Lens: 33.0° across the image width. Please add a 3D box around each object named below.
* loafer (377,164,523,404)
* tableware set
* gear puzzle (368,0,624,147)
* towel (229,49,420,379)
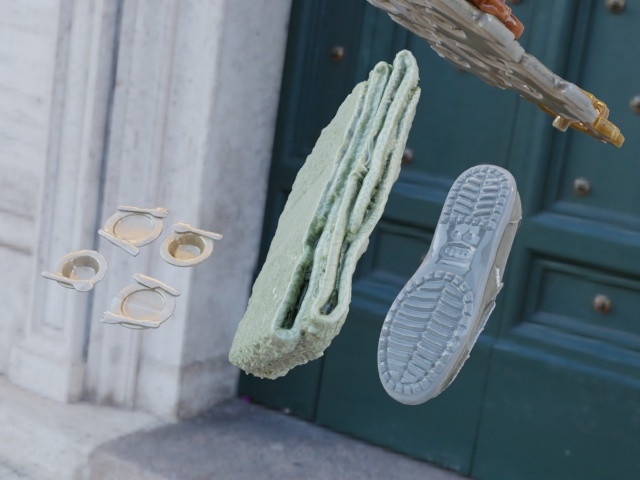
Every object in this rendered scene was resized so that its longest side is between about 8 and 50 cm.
[{"bbox_3d":[0.142,0.052,1.074,0.094,0.251,0.087,21,-9,39],"label":"loafer"},{"bbox_3d":[-0.188,0.021,1.109,0.141,0.020,0.169,19,47,21],"label":"tableware set"},{"bbox_3d":[0.098,-0.142,0.688,0.339,0.044,0.175,29,6,-37],"label":"gear puzzle"},{"bbox_3d":[0.000,0.000,0.409,0.027,0.110,0.148,23,-16,-7],"label":"towel"}]
